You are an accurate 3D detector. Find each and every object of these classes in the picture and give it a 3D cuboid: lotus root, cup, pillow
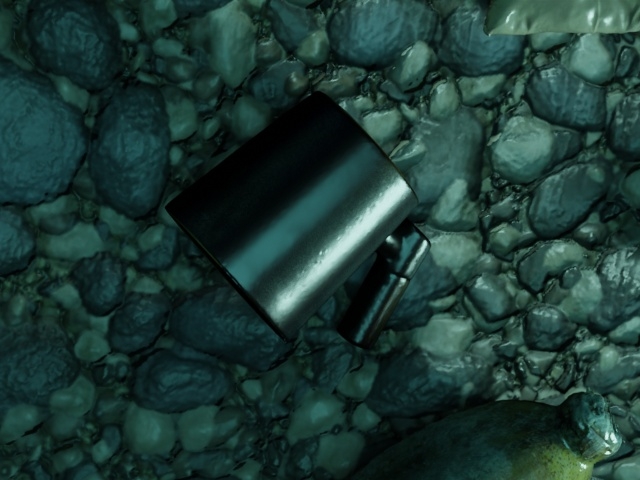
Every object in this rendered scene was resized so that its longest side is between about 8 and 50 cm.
[{"bbox_3d":[0.129,0.256,1.840,0.349,0.175,0.175,-31,101,-2],"label":"lotus root"},{"bbox_3d":[-0.012,-0.012,1.815,0.177,0.239,0.166,-43,59,-5],"label":"cup"},{"bbox_3d":[0.253,-0.313,1.819,0.173,0.067,0.270,7,98,-2],"label":"pillow"}]
